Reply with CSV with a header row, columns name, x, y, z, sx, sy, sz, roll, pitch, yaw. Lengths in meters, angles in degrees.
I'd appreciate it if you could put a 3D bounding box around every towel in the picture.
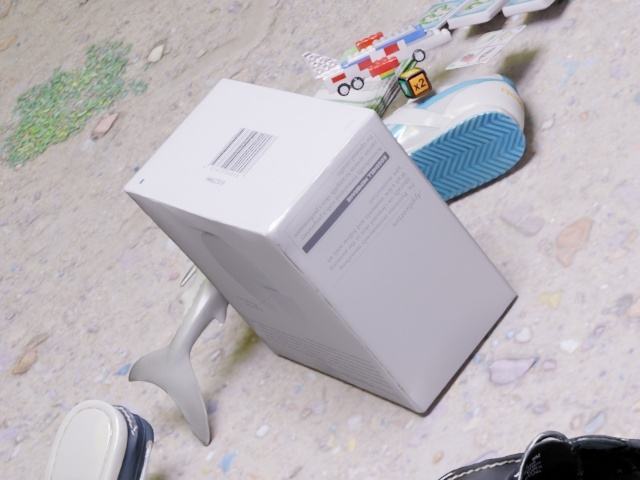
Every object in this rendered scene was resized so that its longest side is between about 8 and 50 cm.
name,x,y,z,sx,sy,sz,roll,pitch,yaw
towel,0.021,-0.134,1.934,0.113,0.023,0.152,4,54,48

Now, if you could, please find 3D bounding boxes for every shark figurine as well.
name,x,y,z,sx,sy,sz,roll,pitch,yaw
shark figurine,-0.063,0.034,1.762,0.166,0.116,0.278,-59,6,44

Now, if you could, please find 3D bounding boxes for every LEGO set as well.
name,x,y,z,sx,sy,sz,roll,pitch,yaw
LEGO set,0.107,-0.197,1.826,0.182,0.060,0.244,-7,26,42

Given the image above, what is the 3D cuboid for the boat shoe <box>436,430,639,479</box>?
name,x,y,z,sx,sy,sz,roll,pitch,yaw
boat shoe,0.178,0.179,1.313,0.340,0.113,0.127,7,57,50

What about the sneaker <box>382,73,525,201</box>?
name,x,y,z,sx,sy,sz,roll,pitch,yaw
sneaker,0.078,-0.077,1.760,0.229,0.087,0.092,-19,31,20

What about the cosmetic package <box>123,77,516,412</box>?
name,x,y,z,sx,sy,sz,roll,pitch,yaw
cosmetic package,0.000,0.000,1.609,0.138,0.224,0.224,-49,33,-16

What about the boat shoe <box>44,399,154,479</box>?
name,x,y,z,sx,sy,sz,roll,pitch,yaw
boat shoe,-0.203,0.260,1.641,0.095,0.079,0.254,4,75,36
